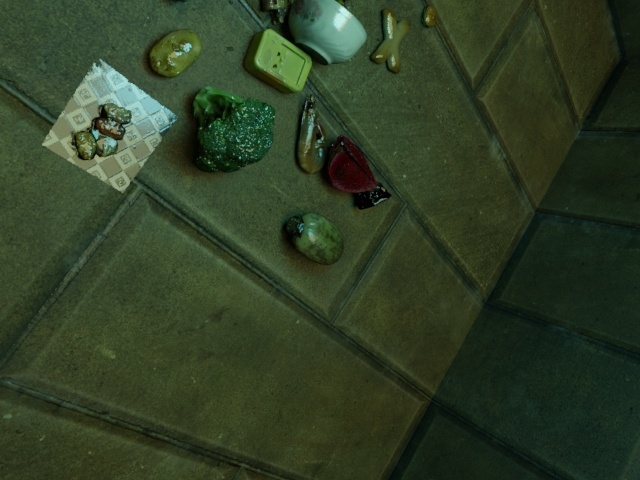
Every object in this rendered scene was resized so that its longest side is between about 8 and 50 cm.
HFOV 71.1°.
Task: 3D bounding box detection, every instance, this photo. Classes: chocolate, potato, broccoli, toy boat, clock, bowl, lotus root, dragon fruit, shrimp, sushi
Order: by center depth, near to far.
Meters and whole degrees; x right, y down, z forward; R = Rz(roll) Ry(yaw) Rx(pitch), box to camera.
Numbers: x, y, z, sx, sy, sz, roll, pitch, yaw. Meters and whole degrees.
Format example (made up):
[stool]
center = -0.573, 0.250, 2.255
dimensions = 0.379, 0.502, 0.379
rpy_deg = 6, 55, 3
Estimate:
[sushi]
center = -0.581, -0.317, 1.267
dimensions = 0.264, 0.050, 0.290
rpy_deg = 37, 78, -38
[potato]
center = -0.423, -0.548, 1.310
dimensions = 0.170, 0.080, 0.107
rpy_deg = -43, 136, -23
[broccoli]
center = -0.281, -0.340, 1.381
dimensions = 0.275, 0.308, 0.308
rpy_deg = 40, 74, -2
[toy boat]
center = -0.155, -0.824, 1.449
dimensions = 0.088, 0.068, 0.226
rpy_deg = -17, 111, -30
[bowl]
center = 0.004, -0.685, 1.494
dimensions = 0.277, 0.277, 0.145
rpy_deg = 24, 99, -39
[clock]
center = -0.141, -0.595, 1.503
dimensions = 0.202, 0.096, 0.144
rpy_deg = 21, 91, -38
[shrimp]
center = -0.018, -0.394, 1.672
dimensions = 0.152, 0.063, 0.288
rpy_deg = -6, 109, -39
[dragon fruit]
center = 0.100, -0.292, 1.732
dimensions = 0.189, 0.163, 0.261
rpy_deg = -49, 135, -1
[lotus root]
center = 0.000, 0.000, 1.743
dimensions = 0.309, 0.173, 0.173
rpy_deg = 31, 82, -46
[chocolate]
center = 0.195, -0.214, 1.852
dimensions = 0.156, 0.156, 0.133
rpy_deg = -33, 103, -26

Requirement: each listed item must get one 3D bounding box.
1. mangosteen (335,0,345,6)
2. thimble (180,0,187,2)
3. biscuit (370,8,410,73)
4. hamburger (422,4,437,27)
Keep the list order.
[mangosteen]
center = 0.074, -0.908, 1.554
dimensions = 0.180, 0.166, 0.166
rpy_deg = -36, 127, 11
[thimble]
center = -0.345, -0.774, 1.239
dimensions = 0.235, 0.198, 0.143
rpy_deg = -22, 125, 12
[biscuit]
center = 0.288, -0.804, 1.811
dimensions = 0.164, 0.047, 0.208
rpy_deg = 9, 97, -38
[hamburger]
center = 0.465, -0.953, 1.910
dimensions = 0.076, 0.044, 0.083
rpy_deg = 0, 104, -37
